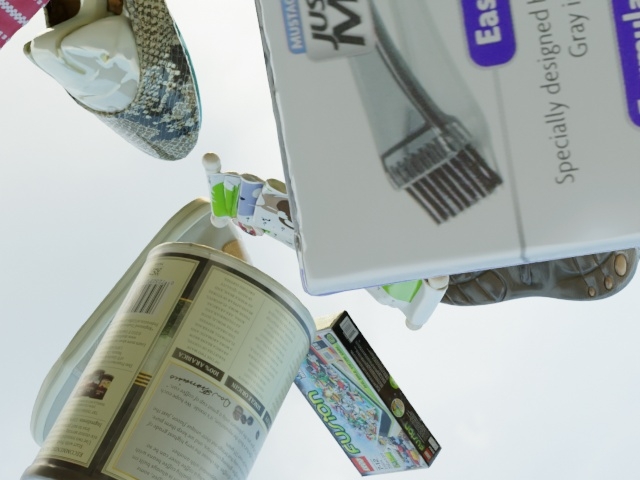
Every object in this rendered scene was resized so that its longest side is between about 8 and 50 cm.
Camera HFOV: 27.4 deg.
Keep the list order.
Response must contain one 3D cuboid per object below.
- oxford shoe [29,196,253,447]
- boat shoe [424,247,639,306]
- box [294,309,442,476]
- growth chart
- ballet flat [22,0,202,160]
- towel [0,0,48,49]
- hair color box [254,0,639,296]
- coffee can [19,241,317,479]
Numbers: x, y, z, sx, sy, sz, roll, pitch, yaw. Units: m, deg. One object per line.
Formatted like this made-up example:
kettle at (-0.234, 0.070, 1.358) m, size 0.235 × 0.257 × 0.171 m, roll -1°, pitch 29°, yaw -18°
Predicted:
oxford shoe at (-0.249, 0.141, 1.815) m, size 0.130 × 0.449 × 0.169 m, roll 42°, pitch -163°, yaw 9°
boat shoe at (0.215, 0.007, 1.530) m, size 0.324 × 0.123 × 0.116 m, roll 7°, pitch -159°, yaw 25°
box at (0.039, 0.179, 1.510) m, size 0.114 × 0.207 × 0.036 m, roll -19°, pitch -158°, yaw 45°
growth chart at (0.000, 0.000, 1.086) m, size 0.237 × 0.172 × 0.021 m, roll 28°, pitch -107°, yaw 14°
ballet flat at (-0.265, -0.293, 1.417) m, size 0.164 × 0.483 × 0.182 m, roll -2°, pitch -159°, yaw 31°
towel at (-0.290, -0.124, 0.793) m, size 0.275 × 0.199 × 0.031 m, roll -43°, pitch -116°, yaw 4°
hair color box at (0.150, -0.102, 0.402) m, size 0.338 × 0.185 × 0.110 m, roll -8°, pitch -174°, yaw 10°
coffee can at (-0.148, 0.170, 1.333) m, size 0.201 × 0.201 × 0.275 m, roll 14°, pitch -119°, yaw 24°
